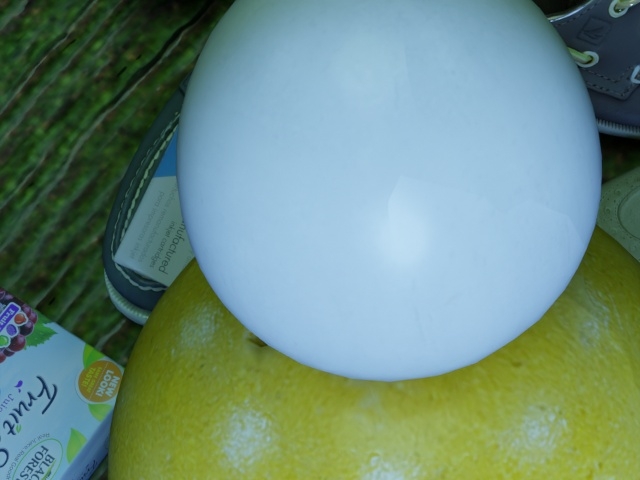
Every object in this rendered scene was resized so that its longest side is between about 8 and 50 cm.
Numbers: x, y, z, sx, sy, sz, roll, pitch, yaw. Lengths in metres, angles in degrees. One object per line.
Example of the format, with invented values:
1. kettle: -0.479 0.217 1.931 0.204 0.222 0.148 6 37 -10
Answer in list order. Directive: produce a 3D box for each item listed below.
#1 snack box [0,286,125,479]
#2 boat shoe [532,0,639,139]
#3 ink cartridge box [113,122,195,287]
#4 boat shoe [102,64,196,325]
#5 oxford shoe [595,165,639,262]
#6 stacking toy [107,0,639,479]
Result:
1. snack box: -0.173 0.109 0.865 0.100 0.037 0.141 31 74 18
2. boat shoe: 0.124 -0.138 0.835 0.324 0.097 0.116 20 76 -10
3. ink cartridge box: 0.000 0.000 0.822 0.181 0.061 0.104 25 95 -6
4. boat shoe: -0.023 -0.097 0.897 0.116 0.099 0.319 31 75 20
5. oxford shoe: 0.261 -0.030 0.796 0.397 0.146 0.140 -20 65 0
6. stacking toy: 0.027 0.094 0.575 0.351 0.480 0.350 -5 49 6
